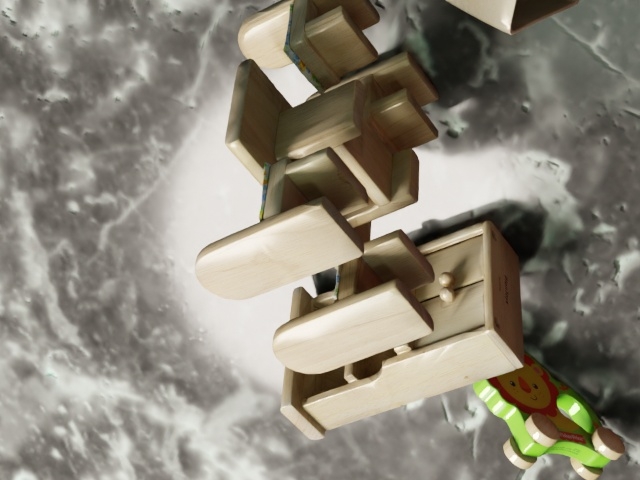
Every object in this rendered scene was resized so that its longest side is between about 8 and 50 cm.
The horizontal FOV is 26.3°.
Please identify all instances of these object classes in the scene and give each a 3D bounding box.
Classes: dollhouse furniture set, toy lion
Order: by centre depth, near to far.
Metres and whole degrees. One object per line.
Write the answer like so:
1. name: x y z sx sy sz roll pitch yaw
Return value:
1. dollhouse furniture set: 0.000 0.000 0.862 0.161 0.212 0.242 -22 130 26
2. toy lion: 0.148 0.111 0.929 0.100 0.096 0.034 16 126 -33

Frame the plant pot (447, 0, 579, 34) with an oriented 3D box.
1. plant pot: 0.101 -0.195 0.802 0.096 0.109 0.109 22 119 25
